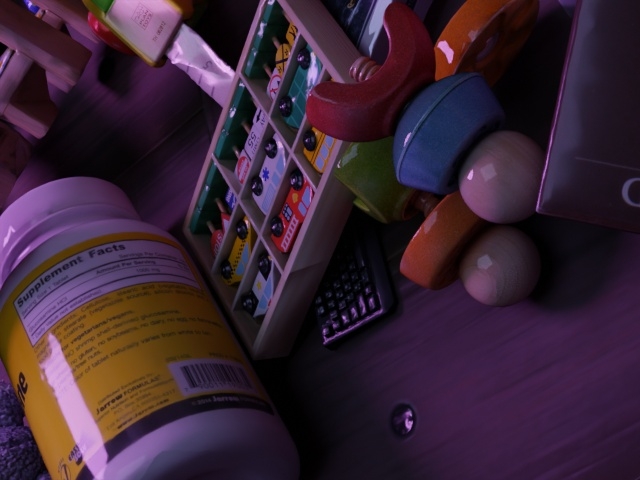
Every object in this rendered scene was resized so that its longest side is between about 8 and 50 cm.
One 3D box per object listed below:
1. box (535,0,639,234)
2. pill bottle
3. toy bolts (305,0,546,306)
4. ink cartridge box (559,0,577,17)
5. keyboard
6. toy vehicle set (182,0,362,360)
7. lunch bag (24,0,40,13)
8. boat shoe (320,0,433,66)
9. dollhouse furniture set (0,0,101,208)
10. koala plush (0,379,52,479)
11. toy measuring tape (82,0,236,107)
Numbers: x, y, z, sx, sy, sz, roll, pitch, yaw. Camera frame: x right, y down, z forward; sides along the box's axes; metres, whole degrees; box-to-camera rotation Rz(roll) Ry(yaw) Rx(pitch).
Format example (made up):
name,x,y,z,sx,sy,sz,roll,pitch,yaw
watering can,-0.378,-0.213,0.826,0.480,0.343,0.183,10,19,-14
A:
name,x,y,z,sx,sy,sz,roll,pitch,yaw
box,0.257,-0.183,0.889,0.191,0.143,0.381,11,96,14
pill bottle,-0.166,0.105,1.297,0.188,0.188,0.334,-53,48,24
toy bolts,0.115,-0.071,1.057,0.158,0.228,0.218,40,90,19
ink cartridge box,0.170,-0.270,1.011,0.066,0.232,0.189,1,80,25
keyboard,0.000,0.000,1.271,0.108,0.023,0.180,-35,56,36
toy vehicle set,-0.034,-0.056,1.248,0.166,0.035,0.267,57,137,39
lunch bag,-0.269,-0.320,1.574,0.129,0.096,0.151,-50,39,26
boat shoe,0.049,-0.208,1.225,0.083,0.065,0.183,25,91,41
dollhouse furniture set,-0.413,-0.080,1.404,0.362,0.256,0.394,-54,12,20
koala plush,-0.330,0.259,1.447,0.221,0.203,0.196,-44,52,15
toy measuring tape,-0.119,-0.193,1.409,0.330,0.121,0.121,42,112,19
